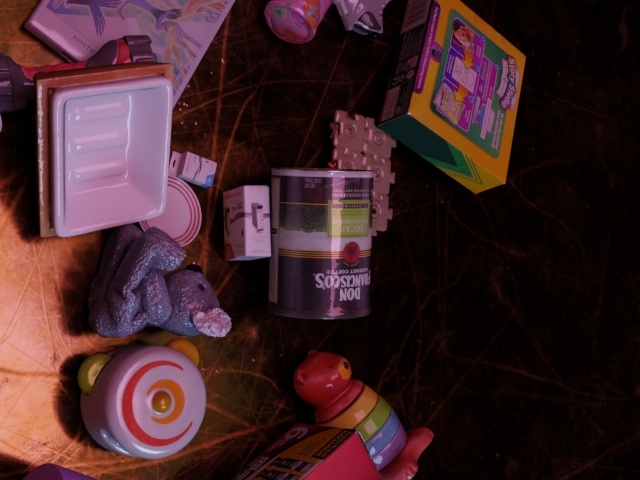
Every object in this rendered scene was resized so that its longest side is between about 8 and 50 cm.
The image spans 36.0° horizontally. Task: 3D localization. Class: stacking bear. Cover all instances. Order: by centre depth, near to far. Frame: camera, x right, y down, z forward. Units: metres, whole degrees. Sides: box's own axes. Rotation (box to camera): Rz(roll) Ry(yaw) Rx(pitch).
[{"bbox_3d":[0.061,0.344,1.953,0.289,0.164,0.175,52,34,-7],"label":"stacking bear"}]

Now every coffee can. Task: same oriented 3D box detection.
[{"bbox_3d":[0.000,0.000,1.888,0.201,0.201,0.275,-3,96,-36],"label":"coffee can"}]

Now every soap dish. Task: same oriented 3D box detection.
[{"bbox_3d":[-0.367,-0.159,1.640,0.229,0.118,0.291,-14,130,-32],"label":"soap dish"}]

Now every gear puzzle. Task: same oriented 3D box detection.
[{"bbox_3d":[0.077,-0.097,2.087,0.175,0.044,0.339,8,83,-37],"label":"gear puzzle"}]

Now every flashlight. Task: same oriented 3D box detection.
[{"bbox_3d":[-0.434,-0.289,1.670,0.304,0.103,0.103,-9,130,-24],"label":"flashlight"}]

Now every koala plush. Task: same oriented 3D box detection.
[{"bbox_3d":[-0.272,0.102,1.725,0.221,0.196,0.203,27,81,-32],"label":"koala plush"}]

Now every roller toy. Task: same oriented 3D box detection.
[{"bbox_3d":[-0.299,0.276,1.699,0.209,0.146,0.191,-10,91,-37],"label":"roller toy"}]

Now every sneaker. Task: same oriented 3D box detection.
[{"bbox_3d":[0.129,-0.514,2.150,0.228,0.086,0.132,-27,106,-25],"label":"sneaker"}]

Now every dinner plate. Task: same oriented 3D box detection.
[{"bbox_3d":[-0.283,-0.054,1.820,0.141,0.017,0.141,12,71,-39],"label":"dinner plate"}]

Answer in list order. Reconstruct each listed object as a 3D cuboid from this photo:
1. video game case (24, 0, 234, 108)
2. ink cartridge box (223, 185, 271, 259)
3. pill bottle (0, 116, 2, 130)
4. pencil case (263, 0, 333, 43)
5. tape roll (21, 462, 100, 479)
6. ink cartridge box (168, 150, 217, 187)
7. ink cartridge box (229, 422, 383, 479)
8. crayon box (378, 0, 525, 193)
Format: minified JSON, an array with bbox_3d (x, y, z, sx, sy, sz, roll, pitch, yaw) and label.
[{"bbox_3d":[-0.337,-0.426,1.817,0.300,0.036,0.329,37,64,-28],"label":"video game case"},{"bbox_3d":[-0.141,-0.033,1.878,0.056,0.099,0.135,1,84,-30],"label":"ink cartridge box"},{"bbox_3d":[-0.631,-0.154,1.498,0.264,0.153,0.153,-39,108,-32],"label":"pill bottle"},{"bbox_3d":[-0.014,-0.541,2.023,0.124,0.124,0.284,38,64,-27],"label":"pencil case"},{"bbox_3d":[-0.424,0.486,1.504,0.090,0.274,0.275,30,68,-30],"label":"tape roll"},{"bbox_3d":[-0.241,-0.136,1.860,0.083,0.028,0.048,20,73,-33],"label":"ink cartridge box"},{"bbox_3d":[-0.046,0.477,1.785,0.309,0.272,0.130,-36,106,-34],"label":"ink cartridge box"},{"bbox_3d":[0.305,-0.338,2.213,0.313,0.106,0.363,32,59,-31],"label":"crayon box"}]
